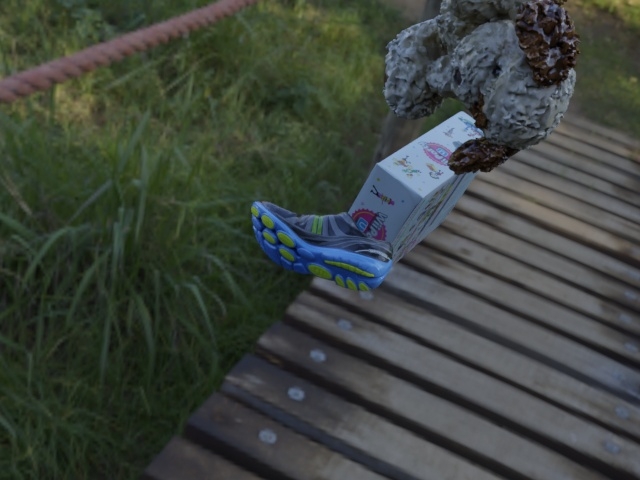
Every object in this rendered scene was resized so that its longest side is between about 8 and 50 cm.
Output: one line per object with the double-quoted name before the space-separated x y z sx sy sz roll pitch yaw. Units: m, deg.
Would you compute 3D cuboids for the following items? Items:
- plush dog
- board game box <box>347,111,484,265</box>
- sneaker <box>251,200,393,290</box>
"plush dog" 0.199 -0.197 1.037 0.210 0.262 0.225 -2 53 -15
"board game box" 0.158 -0.074 1.627 0.097 0.224 0.303 39 39 12
"sneaker" 0.000 0.000 1.127 0.188 0.067 0.078 22 44 21
